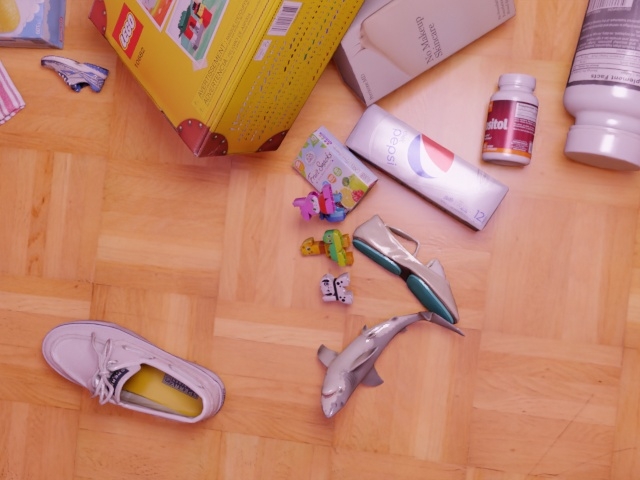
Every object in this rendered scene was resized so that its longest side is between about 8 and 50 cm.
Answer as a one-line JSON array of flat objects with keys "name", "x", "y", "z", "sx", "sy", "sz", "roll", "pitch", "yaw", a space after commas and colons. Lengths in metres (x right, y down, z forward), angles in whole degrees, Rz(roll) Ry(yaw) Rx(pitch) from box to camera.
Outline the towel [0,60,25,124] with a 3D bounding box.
[{"name": "towel", "x": -0.697, "y": -0.272, "z": 1.426, "sx": 0.197, "sy": 0.029, "sz": 0.144, "roll": -34, "pitch": 87, "yaw": 6}]

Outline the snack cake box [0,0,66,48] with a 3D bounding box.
[{"name": "snack cake box", "x": -0.575, "y": -0.510, "z": 1.382, "sx": 0.152, "sy": 0.089, "sz": 0.265, "roll": 3, "pitch": 90, "yaw": 8}]

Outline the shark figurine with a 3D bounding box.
[{"name": "shark figurine", "x": 0.109, "y": 0.211, "z": 1.300, "sx": 0.278, "sy": 0.166, "sz": 0.116, "roll": -37, "pitch": 114, "yaw": -5}]

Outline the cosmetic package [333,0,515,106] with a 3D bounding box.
[{"name": "cosmetic package", "x": 0.163, "y": -0.386, "z": 1.224, "sx": 0.309, "sy": 0.160, "sz": 0.113, "roll": -33, "pitch": 46, "yaw": -1}]

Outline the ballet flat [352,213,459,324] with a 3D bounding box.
[{"name": "ballet flat", "x": 0.169, "y": 0.045, "z": 1.296, "sx": 0.248, "sy": 0.086, "sz": 0.086, "roll": 41, "pitch": 94, "yaw": 6}]

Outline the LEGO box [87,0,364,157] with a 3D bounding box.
[{"name": "LEGO box", "x": -0.126, "y": -0.438, "z": 1.117, "sx": 0.372, "sy": 0.193, "sz": 0.500, "roll": 51, "pitch": 127, "yaw": 22}]

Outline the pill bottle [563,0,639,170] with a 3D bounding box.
[{"name": "pill bottle", "x": 0.511, "y": -0.286, "z": 1.201, "sx": 0.176, "sy": 0.176, "sz": 0.319, "roll": 15, "pitch": 92, "yaw": 7}]

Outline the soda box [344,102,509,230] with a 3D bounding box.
[{"name": "soda box", "x": 0.187, "y": -0.128, "z": 1.281, "sx": 0.286, "sy": 0.098, "sz": 0.091, "roll": 33, "pitch": 93, "yaw": 7}]

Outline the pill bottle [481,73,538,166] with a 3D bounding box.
[{"name": "pill bottle", "x": 0.337, "y": -0.211, "z": 1.269, "sx": 0.086, "sy": 0.086, "sz": 0.152, "roll": 8, "pitch": 90, "yaw": 7}]

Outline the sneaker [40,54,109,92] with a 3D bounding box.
[{"name": "sneaker", "x": -0.481, "y": -0.320, "z": 1.389, "sx": 0.135, "sy": 0.052, "sz": 0.058, "roll": 15, "pitch": 96, "yaw": 7}]

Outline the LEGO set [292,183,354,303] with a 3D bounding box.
[{"name": "LEGO set", "x": 0.000, "y": 0.000, "z": 1.302, "sx": 0.093, "sy": 0.087, "sz": 0.227, "roll": -5, "pitch": 113, "yaw": 16}]

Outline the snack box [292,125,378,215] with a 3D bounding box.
[{"name": "snack box", "x": 0.025, "y": -0.124, "z": 1.303, "sx": 0.141, "sy": 0.037, "sz": 0.100, "roll": 45, "pitch": 139, "yaw": 5}]

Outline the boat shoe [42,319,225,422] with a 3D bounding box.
[{"name": "boat shoe", "x": -0.364, "y": 0.251, "z": 1.317, "sx": 0.367, "sy": 0.156, "sz": 0.136, "roll": 22, "pitch": 92, "yaw": 6}]
